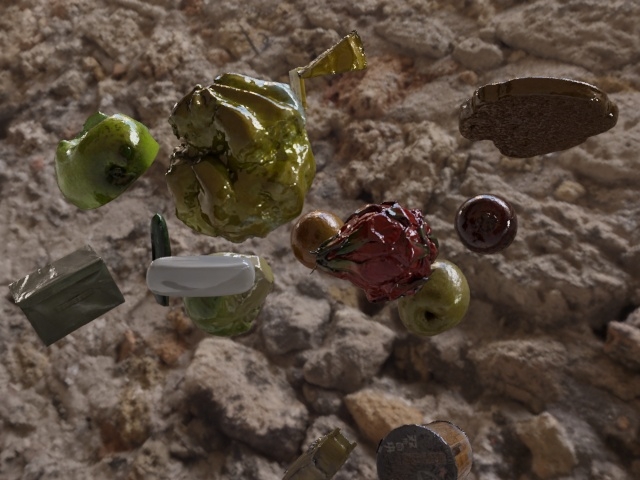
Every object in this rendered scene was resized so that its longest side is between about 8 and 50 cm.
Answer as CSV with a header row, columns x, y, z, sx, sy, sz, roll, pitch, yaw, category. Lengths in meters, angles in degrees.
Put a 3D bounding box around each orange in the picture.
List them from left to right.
x,y,z,sx,sy,sz,roll,pitch,yaw,category
0.000,0.000,1.881,0.206,0.206,0.206,37,-16,12,orange

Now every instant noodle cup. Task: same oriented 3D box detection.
x,y,z,sx,sy,sz,roll,pitch,yaw,category
0.283,0.570,1.535,0.218,0.217,0.207,30,11,31,instant noodle cup

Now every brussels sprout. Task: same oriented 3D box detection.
x,y,z,sx,sy,sz,roll,pitch,yaw,category
-0.317,0.171,1.972,0.274,0.316,0.242,31,14,-21,brussels sprout

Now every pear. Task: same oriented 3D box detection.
x,y,z,sx,sy,sz,roll,pitch,yaw,category
-0.580,-0.227,1.590,0.282,0.286,0.176,12,-31,54,pear
0.336,0.165,1.765,0.188,0.211,0.229,42,-54,-15,pear

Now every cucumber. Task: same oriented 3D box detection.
x,y,z,sx,sy,sz,roll,pitch,yaw,category
-0.417,0.060,1.545,0.056,0.056,0.284,28,-54,36,cucumber

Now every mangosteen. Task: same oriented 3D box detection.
x,y,z,sx,sy,sz,roll,pitch,yaw,category
0.578,-0.058,2.068,0.215,0.215,0.257,37,10,11,mangosteen

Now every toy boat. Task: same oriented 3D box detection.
x,y,z,sx,sy,sz,roll,pitch,yaw,category
0.001,0.692,1.829,0.136,0.162,0.445,42,-38,12,toy boat

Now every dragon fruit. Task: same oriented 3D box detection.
x,y,z,sx,sy,sz,roll,pitch,yaw,category
0.117,0.034,1.291,0.234,0.293,0.233,159,-90,-85,dragon fruit

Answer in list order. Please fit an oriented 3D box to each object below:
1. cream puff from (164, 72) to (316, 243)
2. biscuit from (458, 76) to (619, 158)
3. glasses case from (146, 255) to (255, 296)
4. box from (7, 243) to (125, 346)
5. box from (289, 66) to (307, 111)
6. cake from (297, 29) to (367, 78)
x,y,z,sx,sy,sz,roll,pitch,yaw,category
-0.195,-0.188,1.263,0.378,0.378,0.275,25,-10,44,cream puff
0.527,-0.300,1.480,0.359,0.074,0.381,10,-9,5,biscuit
-0.220,0.066,1.094,0.049,0.197,0.076,-111,-155,-52,glasses case
-0.673,0.142,1.579,0.155,0.231,0.148,24,-41,51,box
-0.078,-0.515,2.037,0.073,0.020,0.148,4,-77,60,box
0.029,-0.477,1.516,0.079,0.185,0.116,-90,177,-72,cake
